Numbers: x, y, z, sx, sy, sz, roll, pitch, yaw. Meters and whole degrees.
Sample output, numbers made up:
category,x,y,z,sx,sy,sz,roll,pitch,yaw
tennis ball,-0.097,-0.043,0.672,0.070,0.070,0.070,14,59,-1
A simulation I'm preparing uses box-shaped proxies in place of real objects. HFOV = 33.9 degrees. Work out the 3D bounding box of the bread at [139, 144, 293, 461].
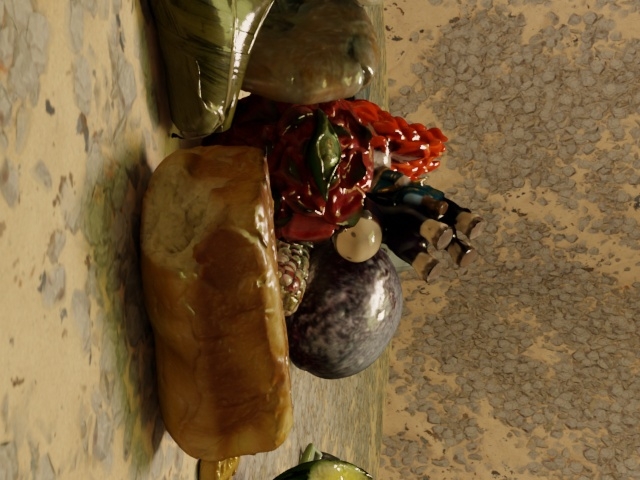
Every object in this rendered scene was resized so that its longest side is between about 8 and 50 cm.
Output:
category,x,y,z,sx,sy,sz,roll,pitch,yaw
bread,-0.115,0.069,1.148,0.195,0.149,0.344,-97,-178,-63

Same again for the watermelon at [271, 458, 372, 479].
category,x,y,z,sx,sy,sz,roll,pitch,yaw
watermelon,-0.044,0.468,1.526,0.331,0.189,0.330,18,90,-78

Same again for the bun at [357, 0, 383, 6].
category,x,y,z,sx,sy,sz,roll,pitch,yaw
bun,0.093,-0.641,2.077,0.365,0.219,0.365,-11,90,-82

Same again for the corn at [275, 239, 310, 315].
category,x,y,z,sx,sy,sz,roll,pitch,yaw
corn,-0.062,0.028,1.700,0.280,0.092,0.092,-83,170,-61

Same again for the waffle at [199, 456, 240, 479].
category,x,y,z,sx,sy,sz,roll,pitch,yaw
waffle,-0.128,0.334,1.446,0.191,0.032,0.125,-3,92,-80

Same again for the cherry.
category,x,y,z,sx,sy,sz,roll,pitch,yaw
cherry,0.038,0.116,1.926,0.255,0.218,0.296,84,24,-55

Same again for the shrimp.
category,x,y,z,sx,sy,sz,roll,pitch,yaw
shrimp,-0.056,-0.304,1.371,0.445,0.221,0.110,-106,-166,-49

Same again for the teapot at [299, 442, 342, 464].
category,x,y,z,sx,sy,sz,roll,pitch,yaw
teapot,-0.008,0.483,2.154,0.092,0.124,0.090,-32,-154,51

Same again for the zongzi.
category,x,y,z,sx,sy,sz,roll,pitch,yaw
zongzi,-0.157,-0.213,1.135,0.204,0.094,0.204,11,99,-54

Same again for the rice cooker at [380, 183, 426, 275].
category,x,y,z,sx,sy,sz,roll,pitch,yaw
rice cooker,0.154,-0.059,2.504,0.241,0.281,0.227,-66,171,-64

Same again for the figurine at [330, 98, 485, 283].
category,x,y,z,sx,sy,sz,roll,pitch,yaw
figurine,0.102,-0.081,1.844,0.411,0.306,0.241,-111,-165,-47

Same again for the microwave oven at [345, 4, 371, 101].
category,x,y,z,sx,sy,sz,roll,pitch,yaw
microwave oven,0.032,-0.353,2.130,0.208,0.123,0.162,81,13,-51

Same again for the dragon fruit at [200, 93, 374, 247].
category,x,y,z,sx,sy,sz,roll,pitch,yaw
dragon fruit,-0.059,-0.090,1.357,0.293,0.234,0.233,-28,-129,52
